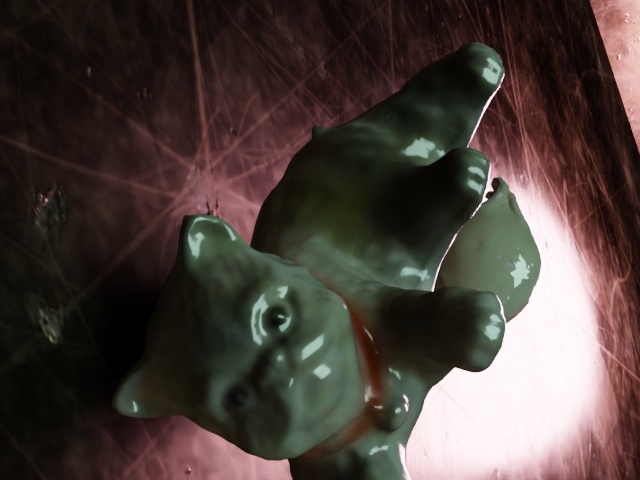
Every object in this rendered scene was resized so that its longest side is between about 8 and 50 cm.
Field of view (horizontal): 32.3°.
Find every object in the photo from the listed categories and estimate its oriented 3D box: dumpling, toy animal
[{"bbox_3d":[0.147,0.041,1.071,0.111,0.181,0.155,43,-14,15],"label":"dumpling"},{"bbox_3d":[0.000,0.000,0.688,0.266,0.188,0.308,-138,-113,-79],"label":"toy animal"}]
